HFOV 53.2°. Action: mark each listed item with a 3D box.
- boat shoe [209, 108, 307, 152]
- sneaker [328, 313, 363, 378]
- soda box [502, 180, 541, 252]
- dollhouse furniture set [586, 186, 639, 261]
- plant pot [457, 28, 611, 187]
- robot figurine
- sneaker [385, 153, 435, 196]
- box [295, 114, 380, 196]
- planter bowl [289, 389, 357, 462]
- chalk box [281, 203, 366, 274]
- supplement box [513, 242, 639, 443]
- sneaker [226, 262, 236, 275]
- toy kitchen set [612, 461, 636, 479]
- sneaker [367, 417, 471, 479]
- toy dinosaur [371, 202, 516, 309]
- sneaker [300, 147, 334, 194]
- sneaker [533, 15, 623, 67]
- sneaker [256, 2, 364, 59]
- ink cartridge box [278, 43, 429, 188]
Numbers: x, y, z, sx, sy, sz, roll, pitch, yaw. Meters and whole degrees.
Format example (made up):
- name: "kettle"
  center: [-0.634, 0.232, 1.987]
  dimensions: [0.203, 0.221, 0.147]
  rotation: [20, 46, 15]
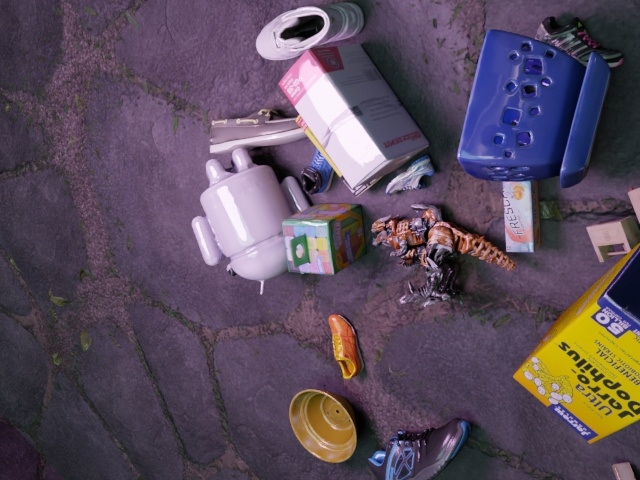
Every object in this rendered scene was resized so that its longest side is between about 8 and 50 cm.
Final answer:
- name: "boat shoe"
  center: [-0.152, -0.279, 1.589]
  dimensions: [0.305, 0.109, 0.091]
  rotation: [-5, 89, 30]
- name: "sneaker"
  center: [0.062, 0.276, 1.664]
  dimensions: [0.064, 0.067, 0.175]
  rotation: [-20, 92, 40]
- name: "soda box"
  center: [0.410, -0.069, 1.301]
  dimensions: [0.058, 0.063, 0.183]
  rotation: [1, 106, 32]
- name: "dollhouse furniture set"
  center: [0.599, -0.050, 1.162]
  dimensions: [0.129, 0.129, 0.183]
  rotation: [67, 158, -3]
- name: "plant pot"
  center: [0.384, -0.217, 1.135]
  dimensions: [0.212, 0.236, 0.236]
  rotation: [14, 92, 22]
- name: "robot figurine"
  center: [-0.170, -0.049, 1.602]
  dimensions: [0.354, 0.299, 0.200]
  rotation: [64, 172, -1]
- name: "sneaker"
  center: [0.202, -0.133, 1.433]
  dimensions: [0.058, 0.052, 0.135]
  rotation: [52, 128, 3]
- name: "box"
  center: [0.044, -0.215, 1.470]
  dimensions: [0.232, 0.058, 0.087]
  rotation: [52, 158, -2]
- name: "planter bowl"
  center: [0.027, 0.487, 1.748]
  dimensions: [0.217, 0.090, 0.217]
  rotation: [13, 114, 31]
- name: "chalk box"
  center: [0.000, 0.000, 1.513]
  dimensions: [0.132, 0.213, 0.132]
  rotation: [3, 109, 31]
- name: "supplement box"
  center: [0.536, 0.185, 1.139]
  dimensions: [0.194, 0.195, 0.356]
  rotation: [41, 151, 16]
- name: "sneaker"
  center: [-0.186, 0.065, 1.760]
  dimensions: [0.178, 0.072, 0.077]
  rotation: [-32, 89, 39]
- name: "toy kitchen set"
  center: [0.662, 0.523, 1.361]
  dimensions: [0.068, 0.075, 0.083]
  rotation: [-8, 143, 0]
- name: "sneaker"
  center: [0.238, 0.532, 1.597]
  dimensions: [0.140, 0.125, 0.341]
  rotation: [48, 125, 17]
- name: "toy dinosaur"
  center: [0.253, 0.031, 1.402]
  dimensions: [0.322, 0.164, 0.218]
  rotation: [14, 99, 54]
- name: "sneaker"
  center: [-0.004, -0.181, 1.536]
  dimensions: [0.058, 0.084, 0.152]
  rotation: [28, 120, 24]
- name: "sneaker"
  center: [0.467, -0.362, 1.157]
  dimensions: [0.170, 0.063, 0.075]
  rotation: [28, 127, 30]
- name: "sneaker"
  center: [-0.067, -0.468, 1.428]
  dimensions: [0.292, 0.169, 0.108]
  rotation: [-6, 105, 37]
- name: "ink cartridge box"
  center: [0.076, -0.271, 1.371]
  dimensions: [0.117, 0.207, 0.283]
  rotation: [-38, 83, 38]
